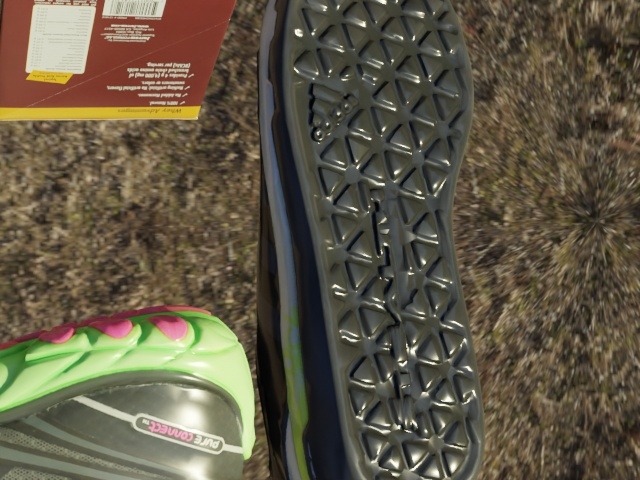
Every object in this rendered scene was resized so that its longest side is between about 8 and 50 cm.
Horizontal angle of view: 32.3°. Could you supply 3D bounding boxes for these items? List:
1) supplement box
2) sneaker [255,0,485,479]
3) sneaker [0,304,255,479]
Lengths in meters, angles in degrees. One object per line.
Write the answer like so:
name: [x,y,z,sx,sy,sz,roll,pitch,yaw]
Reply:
supplement box: [-0.189,-0.212,0.964,0.191,0.194,0.129,-3,61,-21]
sneaker: [0.000,0.000,0.421,0.084,0.097,0.234,7,76,-27]
sneaker: [-0.279,0.188,0.793,0.483,0.185,0.202,-14,89,4]
